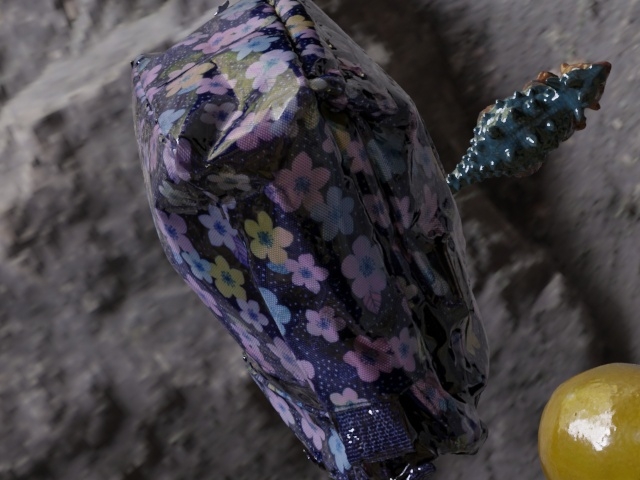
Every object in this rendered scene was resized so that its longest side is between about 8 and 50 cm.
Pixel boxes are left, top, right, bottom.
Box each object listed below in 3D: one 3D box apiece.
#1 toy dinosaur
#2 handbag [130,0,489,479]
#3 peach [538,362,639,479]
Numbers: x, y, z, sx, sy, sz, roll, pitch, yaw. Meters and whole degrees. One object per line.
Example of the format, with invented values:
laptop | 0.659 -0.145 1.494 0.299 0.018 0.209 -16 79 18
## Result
toy dinosaur | 0.114 -0.060 1.094 0.154 0.055 0.049 -38 90 25
handbag | 0.000 0.000 0.833 0.127 0.228 0.207 -28 112 -2
peach | 0.314 0.193 1.603 0.251 0.251 0.153 9 81 23
